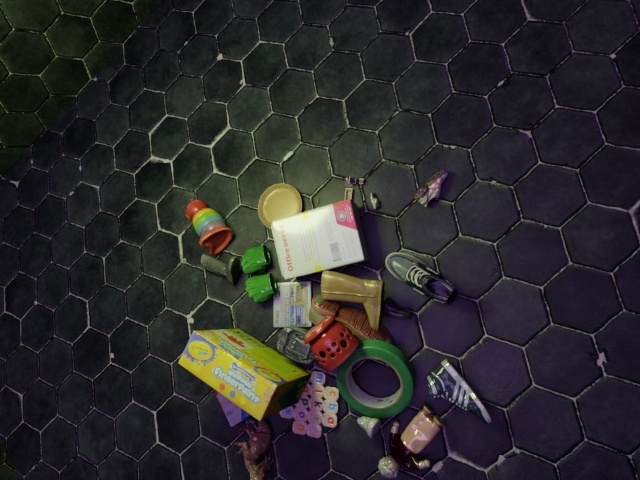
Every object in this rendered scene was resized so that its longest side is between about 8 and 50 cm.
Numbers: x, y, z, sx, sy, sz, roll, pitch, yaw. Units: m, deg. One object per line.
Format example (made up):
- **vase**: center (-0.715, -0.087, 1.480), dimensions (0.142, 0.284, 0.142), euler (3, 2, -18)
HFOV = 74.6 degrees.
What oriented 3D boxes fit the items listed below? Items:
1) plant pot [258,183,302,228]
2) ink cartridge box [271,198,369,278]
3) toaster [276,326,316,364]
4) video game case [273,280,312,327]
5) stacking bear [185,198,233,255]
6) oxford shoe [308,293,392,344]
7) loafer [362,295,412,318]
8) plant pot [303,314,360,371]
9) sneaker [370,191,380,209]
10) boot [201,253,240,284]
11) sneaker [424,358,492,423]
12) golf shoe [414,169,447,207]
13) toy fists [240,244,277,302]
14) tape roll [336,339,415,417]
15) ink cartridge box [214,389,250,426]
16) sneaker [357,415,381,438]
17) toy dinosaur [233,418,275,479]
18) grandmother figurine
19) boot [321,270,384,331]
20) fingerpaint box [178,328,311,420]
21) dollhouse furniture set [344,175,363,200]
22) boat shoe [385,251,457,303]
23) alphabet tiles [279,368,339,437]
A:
- **plant pot**: center (-0.198, -0.166, 2.095), dimensions (0.236, 0.032, 0.237), euler (-3, 79, 17)
- **ink cartridge box**: center (0.000, 0.000, 1.924), dimensions (0.384, 0.160, 0.279), euler (-14, 85, 14)
- **toaster**: center (-0.074, 0.471, 1.890), dimensions (0.226, 0.146, 0.129), euler (19, 88, 20)
- **video game case**: center (-0.132, 0.305, 2.002), dimensions (0.193, 0.023, 0.213), euler (-4, 79, 17)
- **stacking bear**: center (-0.587, -0.094, 2.145), dimensions (0.164, 0.175, 0.289), euler (-39, 63, -6)
- **oxford shoe**: center (0.129, 0.385, 1.872), dimensions (0.396, 0.140, 0.147), euler (29, 123, 14)
- **loafer**: center (0.294, 0.285, 1.841), dimensions (0.223, 0.076, 0.078), euler (16, 95, 23)
- **plant pot**: center (0.042, 0.414, 1.736), dimensions (0.191, 0.191, 0.174), euler (-41, 85, 8)
- **sneaker**: center (0.255, -0.186, 1.959), dimensions (0.035, 0.031, 0.083), euler (-14, 81, 1)
- **boot**: center (-0.500, 0.115, 2.092), dimensions (0.208, 0.076, 0.190), euler (31, 129, 22)
- **sneaker**: center (0.544, 0.637, 1.691), dimensions (0.153, 0.099, 0.282), euler (-39, 65, 3)
- **golf shoe**: center (0.505, -0.232, 1.874), dimensions (0.086, 0.067, 0.186), euler (43, 91, -13)
- **toy fists**: center (-0.301, 0.162, 2.037), dimensions (0.142, 0.096, 0.279), euler (-19, 72, 14)
- **tape roll**: center (0.230, 0.578, 1.756), dimensions (0.321, 0.077, 0.322), euler (4, 104, 17)
- **ink cartridge box**: center (-0.406, 0.736, 1.988), dimensions (0.134, 0.078, 0.231), euler (-34, 73, 9)
- **sneaker**: center (0.193, 0.757, 1.726), dimensions (0.094, 0.212, 0.080), euler (27, 69, 20)
- **toy dinosaur**: center (-0.276, 0.930, 1.899), dimensions (0.200, 0.127, 0.296), euler (18, 75, 12)
- **grandmother figurine**: center (0.365, 0.844, 1.723), dimensions (0.342, 0.104, 0.208), euler (-50, 43, 7)
- **boot**: center (0.137, 0.258, 1.810), dimensions (0.269, 0.089, 0.236), euler (5, 96, 21)
- **fingerpaint box**: center (-0.317, 0.560, 1.824), dimensions (0.444, 0.371, 0.163), euler (25, 89, 22)
- **dollhouse furniture set**: center (0.148, -0.242, 1.970), dimensions (0.090, 0.081, 0.114), euler (5, 83, 18)
- **boat shoe**: center (0.421, 0.148, 1.780), dimensions (0.340, 0.158, 0.127), euler (29, 91, 19)
- **alphabet tiles**: center (-0.051, 0.735, 1.906), dimensions (0.277, 0.021, 0.284), euler (1, 81, 20)
